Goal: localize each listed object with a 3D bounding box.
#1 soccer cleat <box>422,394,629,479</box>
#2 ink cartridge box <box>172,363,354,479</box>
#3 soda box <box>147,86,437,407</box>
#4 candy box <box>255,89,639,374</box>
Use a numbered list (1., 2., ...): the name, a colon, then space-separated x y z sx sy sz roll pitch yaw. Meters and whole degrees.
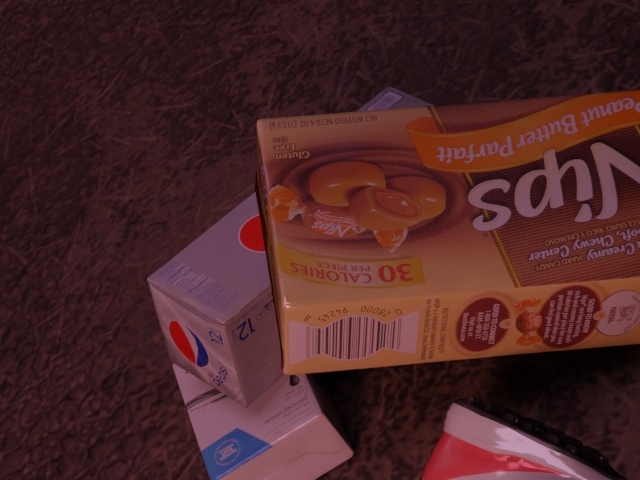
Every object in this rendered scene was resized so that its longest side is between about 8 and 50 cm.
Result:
1. soccer cleat: 0.189 0.208 1.105 0.318 0.109 0.116 25 92 44
2. ink cartridge box: -0.053 0.123 1.373 0.104 0.060 0.180 -33 40 5
3. soda box: 0.000 0.000 1.357 0.091 0.098 0.286 27 55 36
4. candy box: 0.118 -0.010 1.239 0.316 0.087 0.183 -4 50 -6
